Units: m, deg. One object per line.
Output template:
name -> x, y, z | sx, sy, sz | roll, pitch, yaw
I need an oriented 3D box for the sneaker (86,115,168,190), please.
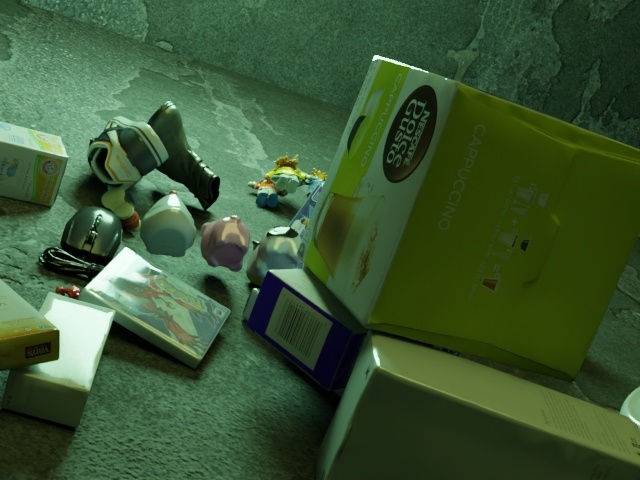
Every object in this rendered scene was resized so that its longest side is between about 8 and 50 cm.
sneaker -> -0.412, -0.173, 2.105 | 0.126, 0.127, 0.321 | 56, -15, -14

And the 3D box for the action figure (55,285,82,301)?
action figure -> -0.341, 0.093, 1.559 | 0.115, 0.030, 0.038 | 24, 12, -14

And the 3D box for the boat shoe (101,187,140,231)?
boat shoe -> -0.373, -0.058, 1.956 | 0.137, 0.049, 0.043 | 41, -17, 52

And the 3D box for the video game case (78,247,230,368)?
video game case -> -0.247, 0.098, 1.590 | 0.201, 0.023, 0.183 | 32, 22, -2

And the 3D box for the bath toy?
bath toy -> -0.152, 0.002, 1.856 | 0.348, 0.151, 0.129 | 16, 42, -19

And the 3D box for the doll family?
doll family -> -0.033, -0.127, 2.431 | 0.263, 0.118, 0.163 | 19, 17, -9

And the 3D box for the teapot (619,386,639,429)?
teapot -> 0.614, 0.346, 1.709 | 0.253, 0.187, 0.256 | 1, 23, 33

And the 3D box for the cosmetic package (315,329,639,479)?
cosmetic package -> 0.204, 0.285, 1.336 | 0.385, 0.217, 0.156 | 22, 16, -4

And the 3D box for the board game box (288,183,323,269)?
board game box -> 0.000, 0.000, 2.010 | 0.136, 0.201, 0.035 | 28, -25, 16

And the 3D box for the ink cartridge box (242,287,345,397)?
ink cartridge box -> 0.053, 0.190, 1.697 | 0.176, 0.069, 0.371 | 1, 29, -49

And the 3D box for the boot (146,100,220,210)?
boot -> -0.265, -0.169, 2.112 | 0.161, 0.083, 0.246 | 39, -22, 16

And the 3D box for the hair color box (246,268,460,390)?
hair color box -> 0.071, 0.127, 1.618 | 0.185, 0.110, 0.339 | 35, 23, 34

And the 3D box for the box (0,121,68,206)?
box -> -0.572, -0.147, 1.877 | 0.203, 0.103, 0.114 | 13, 20, -26

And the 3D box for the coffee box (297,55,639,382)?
coffee box -> 0.215, -0.040, 1.492 | 0.338, 0.337, 0.334 | 17, 10, -20

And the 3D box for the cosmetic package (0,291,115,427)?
cosmetic package -> -0.334, 0.150, 1.347 | 0.099, 0.060, 0.239 | 15, 18, -8

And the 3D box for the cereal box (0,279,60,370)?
cereal box -> -0.448, 0.099, 1.273 | 0.173, 0.047, 0.240 | -10, 24, -37

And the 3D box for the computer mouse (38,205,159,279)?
computer mouse -> -0.351, 0.005, 1.761 | 0.184, 0.060, 0.262 | 20, 18, -4
